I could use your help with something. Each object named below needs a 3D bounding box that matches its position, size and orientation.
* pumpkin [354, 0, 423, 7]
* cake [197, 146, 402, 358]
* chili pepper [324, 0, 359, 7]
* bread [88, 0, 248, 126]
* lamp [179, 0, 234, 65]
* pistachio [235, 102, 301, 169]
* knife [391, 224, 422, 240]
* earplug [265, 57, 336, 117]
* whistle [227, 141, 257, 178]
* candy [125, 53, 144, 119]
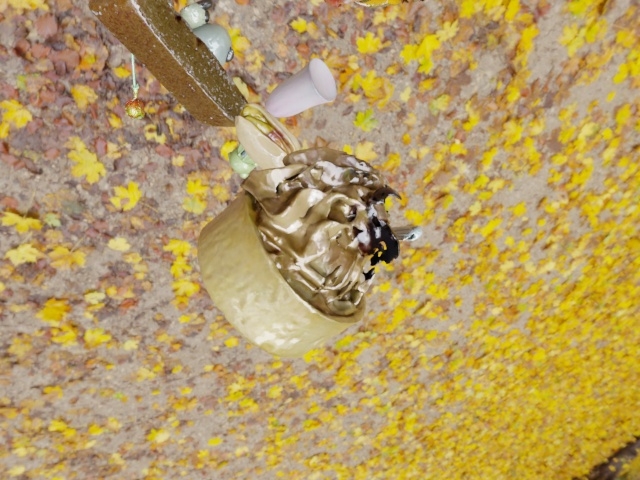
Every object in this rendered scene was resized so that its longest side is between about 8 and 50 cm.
[{"bbox_3d":[0.209,-0.785,1.205,0.319,0.320,0.193,-10,100,-19],"label":"pumpkin"},{"bbox_3d":[-0.003,0.001,0.762,0.321,0.333,0.332,-38,135,21],"label":"cake"},{"bbox_3d":[0.036,-0.374,0.346,0.251,0.306,0.229,-30,180,8],"label":"chili pepper"},{"bbox_3d":[-0.343,-0.441,1.052,0.113,0.165,0.416,-66,149,-15],"label":"bread"},{"bbox_3d":[-0.460,-0.806,1.695,0.197,0.198,0.244,-23,115,-6],"label":"lamp"},{"bbox_3d":[-0.136,-0.244,1.060,0.200,0.145,0.117,37,80,-34],"label":"pistachio"},{"bbox_3d":[0.164,-0.013,0.925,0.044,0.162,0.023,-40,103,-17],"label":"knife"},{"bbox_3d":[-0.106,-0.582,1.711,0.301,0.173,0.172,-15,146,35],"label":"earplug"},{"bbox_3d":[-0.230,-0.297,1.416,0.227,0.105,0.085,-35,180,38],"label":"whistle"},{"bbox_3d":[-0.582,-0.480,1.330,0.060,0.060,0.201,-3,116,-24],"label":"candy"}]
